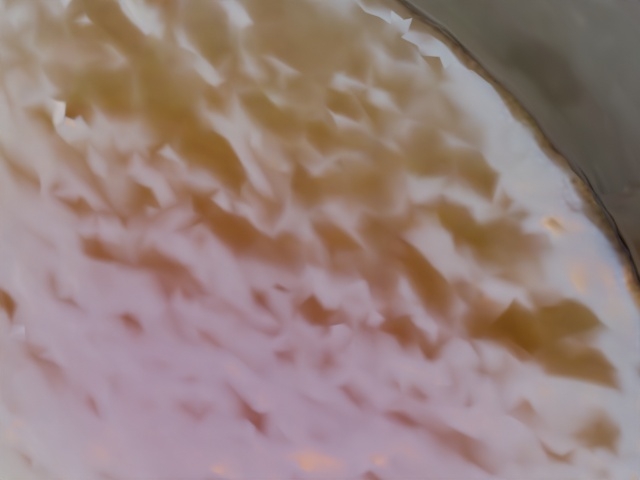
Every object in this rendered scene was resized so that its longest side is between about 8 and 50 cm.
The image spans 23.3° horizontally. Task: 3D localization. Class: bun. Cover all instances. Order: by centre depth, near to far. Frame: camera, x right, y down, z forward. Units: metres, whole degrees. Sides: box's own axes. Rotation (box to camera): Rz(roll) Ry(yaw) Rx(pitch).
[{"bbox_3d":[0.000,0.000,0.503,0.165,0.298,0.299,-50,-44,-52],"label":"bun"}]
